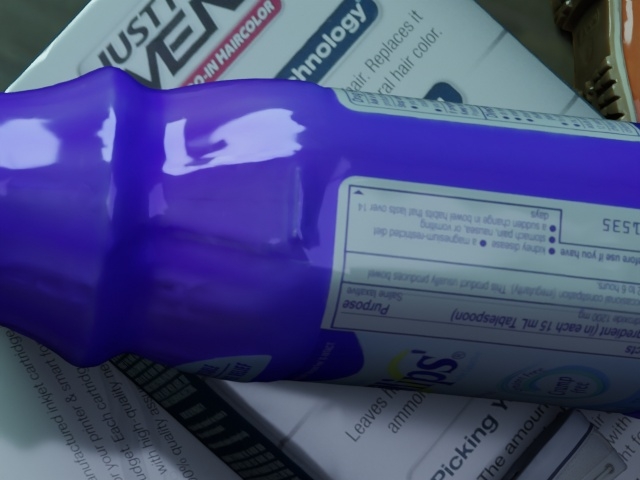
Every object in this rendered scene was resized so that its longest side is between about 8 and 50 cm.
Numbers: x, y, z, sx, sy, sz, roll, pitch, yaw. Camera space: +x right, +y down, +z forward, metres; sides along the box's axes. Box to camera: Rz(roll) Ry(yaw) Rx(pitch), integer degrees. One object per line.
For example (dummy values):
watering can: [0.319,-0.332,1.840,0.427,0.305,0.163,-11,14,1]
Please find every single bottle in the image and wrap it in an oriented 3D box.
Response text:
bottle: [0.000,0.000,0.610,0.283,0.118,0.092,6,80,-12]

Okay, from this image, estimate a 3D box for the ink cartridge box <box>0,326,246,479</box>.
ink cartridge box: [-0.083,0.063,0.798,0.218,0.092,0.158,-28,86,-18]

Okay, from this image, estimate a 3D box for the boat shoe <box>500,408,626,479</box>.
boat shoe: [0.065,0.102,0.653,0.035,0.035,0.100,43,69,0]

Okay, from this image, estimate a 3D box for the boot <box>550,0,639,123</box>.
boot: [0.156,-0.076,0.898,0.085,0.059,0.157,1,77,-16]

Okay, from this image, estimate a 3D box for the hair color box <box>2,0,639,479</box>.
hair color box: [0.045,0.031,0.731,0.347,0.105,0.174,42,74,-4]
